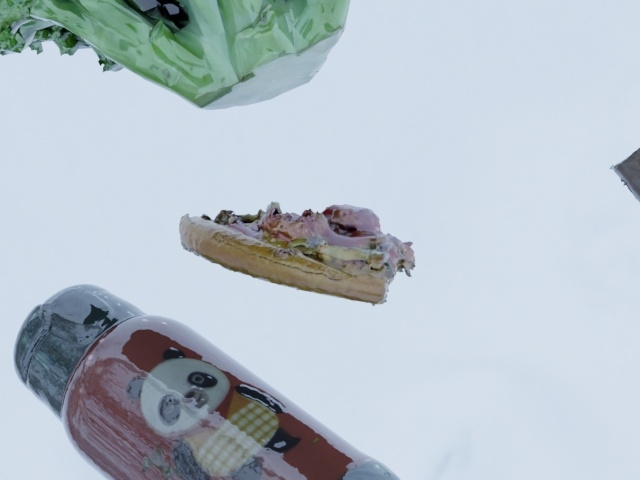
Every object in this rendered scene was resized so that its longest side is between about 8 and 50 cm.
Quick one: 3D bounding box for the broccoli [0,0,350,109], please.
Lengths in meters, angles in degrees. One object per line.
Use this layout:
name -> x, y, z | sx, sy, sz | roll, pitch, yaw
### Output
broccoli -> -0.078, -0.265, 1.235 | 0.310, 0.413, 0.321 | 41, 126, 31

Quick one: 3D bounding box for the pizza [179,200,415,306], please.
pizza -> 0.000, 0.000, 1.272 | 0.201, 0.193, 0.053 | 13, 100, 29

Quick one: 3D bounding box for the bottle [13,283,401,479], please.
bottle -> -0.101, 0.155, 1.277 | 0.336, 0.144, 0.144 | 33, 136, 27

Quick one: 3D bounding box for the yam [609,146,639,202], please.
yam -> 0.360, -0.049, 1.642 | 0.127, 0.084, 0.084 | 53, 133, 12
